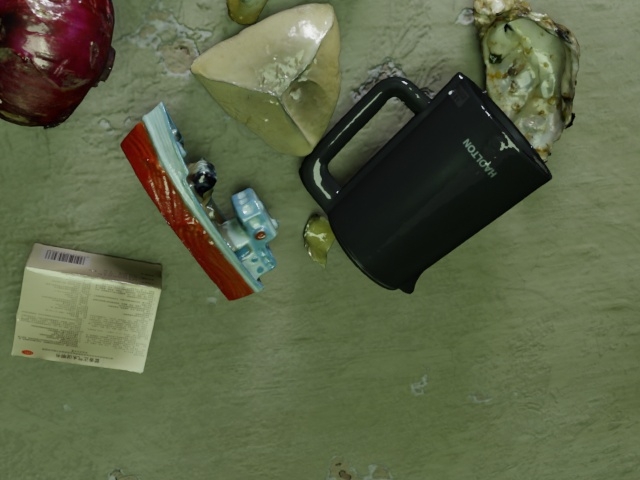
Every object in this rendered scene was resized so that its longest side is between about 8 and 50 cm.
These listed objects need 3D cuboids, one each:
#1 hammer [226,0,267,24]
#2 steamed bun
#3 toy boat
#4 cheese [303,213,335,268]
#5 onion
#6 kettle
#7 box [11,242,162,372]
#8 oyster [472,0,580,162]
[{"bbox_3d":[-0.040,-0.436,1.147,0.202,0.113,0.305,34,112,-19],"label":"hammer"},{"bbox_3d":[-0.048,-0.226,1.224,0.231,0.110,0.212,-27,118,3],"label":"steamed bun"},{"bbox_3d":[-0.172,-0.068,1.247,0.133,0.145,0.332,-31,122,3],"label":"toy boat"},{"bbox_3d":[-0.001,0.001,1.371,0.060,0.041,0.084,19,93,-26],"label":"cheese"},{"bbox_3d":[-0.368,-0.267,1.075,0.190,0.246,0.246,13,111,-27],"label":"onion"},{"bbox_3d":[0.154,-0.095,1.251,0.308,0.203,0.262,-40,124,20],"label":"kettle"},{"bbox_3d":[-0.375,0.113,1.315,0.212,0.095,0.168,11,109,-15],"label":"box"},{"bbox_3d":[0.325,-0.260,1.307,0.166,0.094,0.294,1,125,8],"label":"oyster"}]
